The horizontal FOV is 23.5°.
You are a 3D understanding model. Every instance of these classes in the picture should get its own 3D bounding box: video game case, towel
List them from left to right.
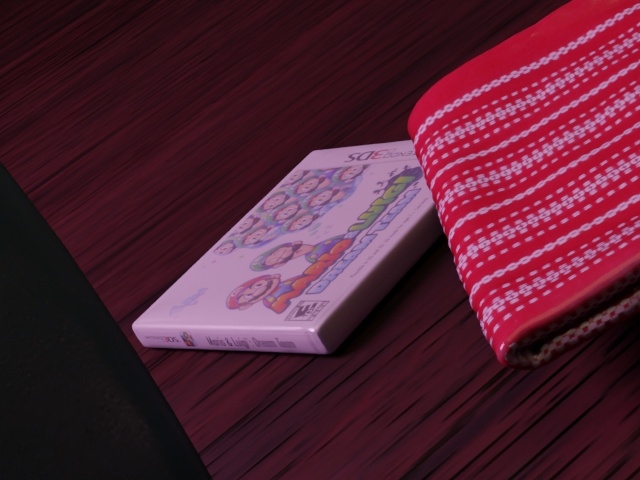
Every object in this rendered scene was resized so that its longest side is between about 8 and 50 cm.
[{"bbox_3d":[0.000,0.000,0.762,0.143,0.019,0.157,-2,35,48],"label":"video game case"},{"bbox_3d":[0.133,-0.058,0.631,0.199,0.031,0.275,-32,20,9],"label":"towel"}]

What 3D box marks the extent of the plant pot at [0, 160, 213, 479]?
[{"bbox_3d":[-0.106,0.092,0.378,0.166,0.234,0.165,-23,20,-19],"label":"plant pot"}]
